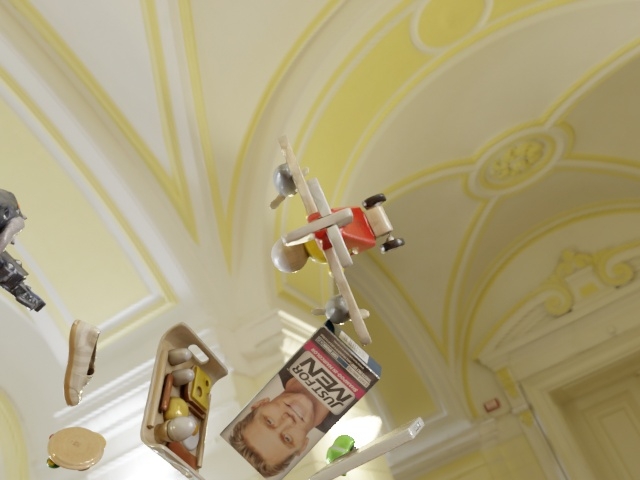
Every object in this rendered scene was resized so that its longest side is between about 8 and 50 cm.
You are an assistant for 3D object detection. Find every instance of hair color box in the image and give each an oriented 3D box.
[{"bbox_3d":[-0.042,0.361,1.440,0.347,0.174,0.105,-48,-4,8],"label":"hair color box"}]

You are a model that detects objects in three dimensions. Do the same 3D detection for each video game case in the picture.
[{"bbox_3d":[0.101,0.434,1.325,0.227,0.026,0.206,-30,-15,9],"label":"video game case"}]

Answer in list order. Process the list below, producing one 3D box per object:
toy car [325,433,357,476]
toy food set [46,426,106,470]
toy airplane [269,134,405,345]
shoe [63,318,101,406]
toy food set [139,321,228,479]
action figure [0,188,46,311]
[{"bbox_3d":[0.025,0.576,1.541,0.239,0.224,0.053,6,-19,36],"label":"toy car"},{"bbox_3d":[-0.364,0.308,0.952,0.083,0.083,0.020,18,-64,-12],"label":"toy food set"},{"bbox_3d":[0.000,0.000,1.428,0.273,0.386,0.384,-25,-54,21],"label":"toy airplane"},{"bbox_3d":[-0.512,0.271,1.381,0.058,0.076,0.219,10,-65,-10],"label":"shoe"},{"bbox_3d":[-0.275,0.362,1.402,0.093,0.306,0.219,-16,-47,16],"label":"toy food set"},{"bbox_3d":[-0.639,-0.018,1.267,0.178,0.341,0.330,-44,13,-6],"label":"action figure"}]
